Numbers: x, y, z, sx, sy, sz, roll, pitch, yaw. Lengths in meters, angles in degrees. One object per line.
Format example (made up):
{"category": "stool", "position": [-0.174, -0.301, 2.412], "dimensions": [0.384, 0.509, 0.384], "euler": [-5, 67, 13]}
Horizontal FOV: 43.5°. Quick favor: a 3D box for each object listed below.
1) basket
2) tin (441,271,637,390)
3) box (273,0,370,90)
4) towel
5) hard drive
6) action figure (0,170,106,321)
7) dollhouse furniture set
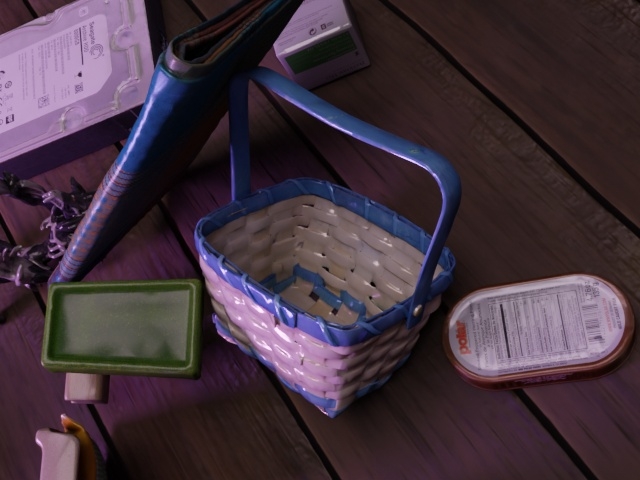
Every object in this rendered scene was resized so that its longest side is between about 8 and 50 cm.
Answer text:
{"category": "basket", "position": [0.000, 0.000, 0.781], "dimensions": [0.255, 0.289, 0.201], "euler": [34, 48, 29]}
{"category": "tin", "position": [0.215, 0.089, 0.802], "dimensions": [0.190, 0.040, 0.106], "euler": [-11, 60, 17]}
{"category": "box", "position": [-0.005, -0.263, 1.010], "dimensions": [0.101, 0.087, 0.102], "euler": [-20, 63, 12]}
{"category": "towel", "position": [-0.152, -0.113, 0.836], "dimensions": [0.040, 0.370, 0.271], "euler": [40, 42, -5]}
{"category": "hard drive", "position": [-0.379, -0.222, 1.155], "dimensions": [0.339, 0.064, 0.236], "euler": [-19, 63, 12]}
{"category": "action figure", "position": [-0.376, 0.002, 1.013], "dimensions": [0.276, 0.141, 0.164], "euler": [-35, 58, 8]}
{"category": "dollhouse furniture set", "position": [-0.201, 0.207, 0.844], "dimensions": [0.151, 0.197, 0.301], "euler": [1, 72, -5]}
